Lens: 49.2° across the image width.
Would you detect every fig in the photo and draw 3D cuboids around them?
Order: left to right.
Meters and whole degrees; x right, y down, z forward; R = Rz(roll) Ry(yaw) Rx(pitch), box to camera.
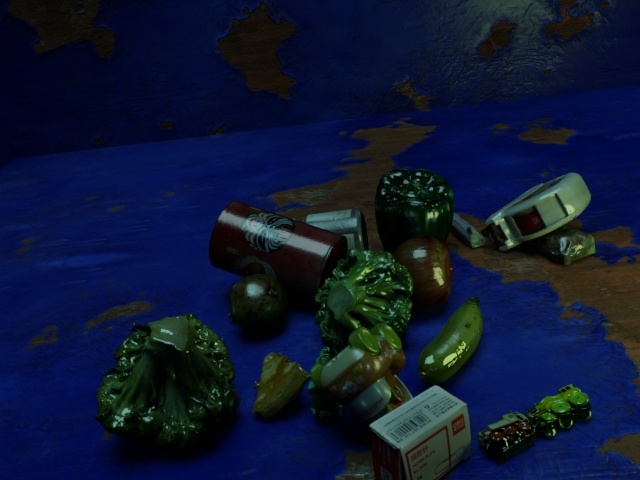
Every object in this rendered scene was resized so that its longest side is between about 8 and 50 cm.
[{"bbox_3d":[0.250,0.089,1.821,0.205,0.205,0.205,-7,26,3],"label":"fig"}]

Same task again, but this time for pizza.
[{"bbox_3d":[-0.092,0.316,1.573,0.154,0.069,0.194,-50,20,7],"label":"pizza"}]

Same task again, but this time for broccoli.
[{"bbox_3d":[-0.326,0.281,1.490,0.303,0.284,0.321,-4,42,-15],"label":"broccoli"},{"bbox_3d":[0.099,0.147,1.694,0.261,0.269,0.241,41,15,31],"label":"broccoli"}]

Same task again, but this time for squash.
[{"bbox_3d":[0.319,0.226,1.614,0.094,0.095,0.341,8,29,31],"label":"squash"}]

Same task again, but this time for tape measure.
[{"bbox_3d":[0.645,-0.085,2.049,0.258,0.130,0.265,-28,2,-40],"label":"tape measure"}]

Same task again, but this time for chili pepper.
[{"bbox_3d":[0.273,-0.069,2.054,0.233,0.257,0.248,10,32,24],"label":"chili pepper"}]

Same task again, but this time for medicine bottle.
[{"bbox_3d":[0.000,0.000,2.092,0.273,0.165,0.165,-6,26,12],"label":"medicine bottle"}]

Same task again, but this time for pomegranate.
[{"bbox_3d":[-0.175,0.169,1.830,0.159,0.159,0.205,-31,5,-39],"label":"pomegranate"}]

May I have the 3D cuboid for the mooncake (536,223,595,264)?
[{"bbox_3d":[0.689,0.007,1.973,0.125,0.073,0.130,-21,26,-21],"label":"mooncake"}]

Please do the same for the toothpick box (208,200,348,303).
[{"bbox_3d":[-0.114,0.032,1.929,0.333,0.204,0.204,19,34,16],"label":"toothpick box"}]

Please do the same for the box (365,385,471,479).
[{"bbox_3d":[0.187,0.376,1.301,0.182,0.133,0.099,-22,28,-30],"label":"box"}]

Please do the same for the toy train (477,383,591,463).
[{"bbox_3d":[0.417,0.355,1.366,0.249,0.053,0.085,-18,19,-19],"label":"toy train"}]

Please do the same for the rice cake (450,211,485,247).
[{"bbox_3d":[0.425,-0.061,2.188,0.051,0.081,0.290,-26,28,-6],"label":"rice cake"}]

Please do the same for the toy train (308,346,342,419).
[{"bbox_3d":[0.014,0.309,1.524,0.071,0.105,0.178,-8,25,11],"label":"toy train"}]

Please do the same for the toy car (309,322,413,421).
[{"bbox_3d":[0.114,0.295,1.406,0.145,0.235,0.235,-43,19,18],"label":"toy car"}]
